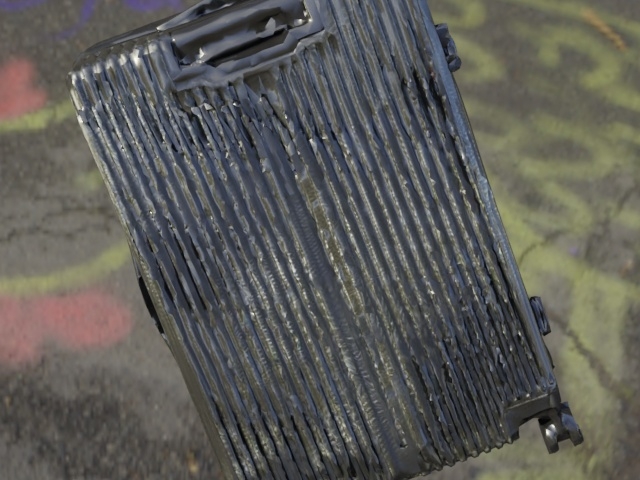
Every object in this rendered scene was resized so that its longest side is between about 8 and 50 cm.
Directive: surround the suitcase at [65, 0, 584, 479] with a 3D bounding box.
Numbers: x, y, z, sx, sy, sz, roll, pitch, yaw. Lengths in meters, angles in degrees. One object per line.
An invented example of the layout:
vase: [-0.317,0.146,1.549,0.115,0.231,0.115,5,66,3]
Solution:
suitcase: [0.000,0.000,0.865,0.230,0.335,0.152,-21,12,1]
